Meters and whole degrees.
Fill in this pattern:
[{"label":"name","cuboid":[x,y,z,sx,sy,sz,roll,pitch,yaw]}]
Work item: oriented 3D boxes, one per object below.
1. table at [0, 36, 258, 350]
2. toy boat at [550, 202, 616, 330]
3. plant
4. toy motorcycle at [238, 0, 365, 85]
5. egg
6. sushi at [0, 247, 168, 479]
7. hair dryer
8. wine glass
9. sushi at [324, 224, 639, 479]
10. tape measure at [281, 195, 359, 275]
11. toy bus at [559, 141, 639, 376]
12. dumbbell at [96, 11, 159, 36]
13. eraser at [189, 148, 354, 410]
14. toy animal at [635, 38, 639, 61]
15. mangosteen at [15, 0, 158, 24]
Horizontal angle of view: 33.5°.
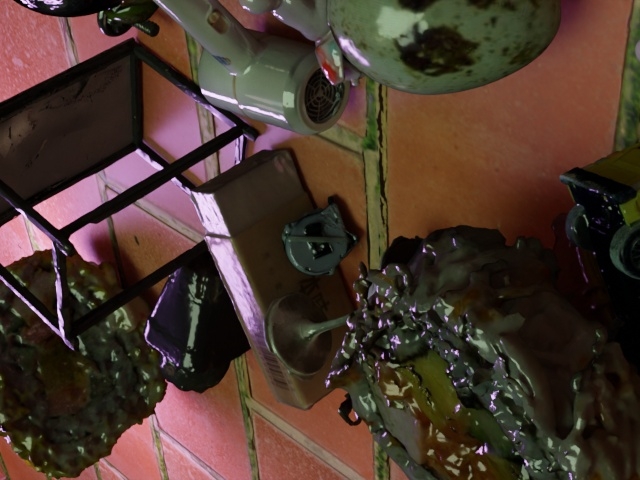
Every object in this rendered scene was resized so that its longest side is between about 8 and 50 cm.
[{"label":"table","cuboid":[-0.303,-0.075,1.500,0.272,0.335,0.222,38,144,23]},{"label":"toy boat","cuboid":[0.306,0.116,1.119,0.318,0.099,0.141,61,174,-8]},{"label":"plant","cuboid":[-0.187,0.134,1.703,0.141,0.164,0.256,35,131,28]},{"label":"toy motorcycle","cuboid":[-0.019,-0.277,1.111,0.110,0.170,0.260,-22,98,58]},{"label":"egg","cuboid":[0.113,-0.220,0.996,0.231,0.169,0.169,14,130,27]},{"label":"sushi","cuboid":[-0.482,0.210,1.982,0.397,0.351,0.240,55,163,-8]},{"label":"hair dryer","cuboid":[-0.121,-0.243,1.191,0.173,0.108,0.357,20,170,39]},{"label":"wine glass","cuboid":[0.046,0.096,1.333,0.232,0.156,0.156,-22,101,44]},{"label":"sushi","cuboid":[0.183,0.164,1.042,0.417,0.176,0.418,40,155,22]},{"label":"tape measure","cuboid":[-0.001,0.002,1.403,0.091,0.094,0.054,56,173,-3]},{"label":"toy bus","cuboid":[0.333,0.041,0.955,0.262,0.150,0.128,65,176,-16]},{"label":"dumbbell","cuboid":[-0.326,-0.351,1.509,0.254,0.110,0.110,31,140,22]},{"label":"eraser","cuboid":[-0.050,0.055,1.466,0.078,0.144,0.344,7,124,53]},{"label":"toy animal","cuboid":[0.347,-0.134,0.760,0.128,0.193,0.178,62,155,-10]},{"label":"mangosteen","cuboid":[-0.262,-0.400,1.238,0.300,0.300,0.300,32,141,31]}]
